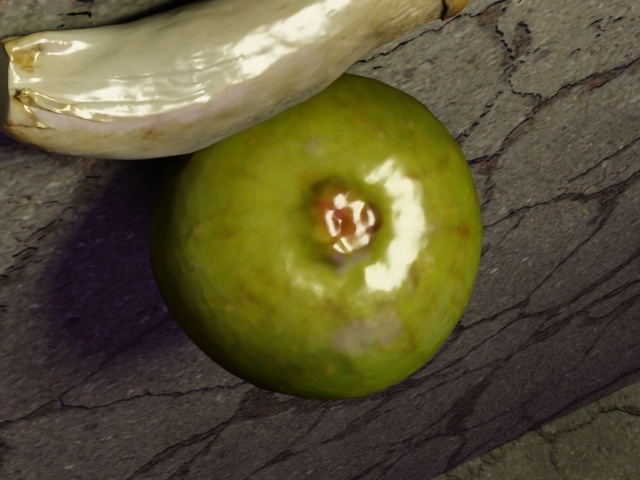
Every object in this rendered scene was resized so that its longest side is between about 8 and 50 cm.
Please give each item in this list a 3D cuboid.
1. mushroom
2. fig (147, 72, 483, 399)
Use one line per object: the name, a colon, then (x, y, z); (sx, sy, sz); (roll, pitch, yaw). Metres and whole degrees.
mushroom: (-0.056, -0.140, 0.888); (0.351, 0.095, 0.122); (-24, 134, -18)
fig: (0.000, 0.000, 1.049); (0.258, 0.258, 0.326); (-31, 173, -1)
